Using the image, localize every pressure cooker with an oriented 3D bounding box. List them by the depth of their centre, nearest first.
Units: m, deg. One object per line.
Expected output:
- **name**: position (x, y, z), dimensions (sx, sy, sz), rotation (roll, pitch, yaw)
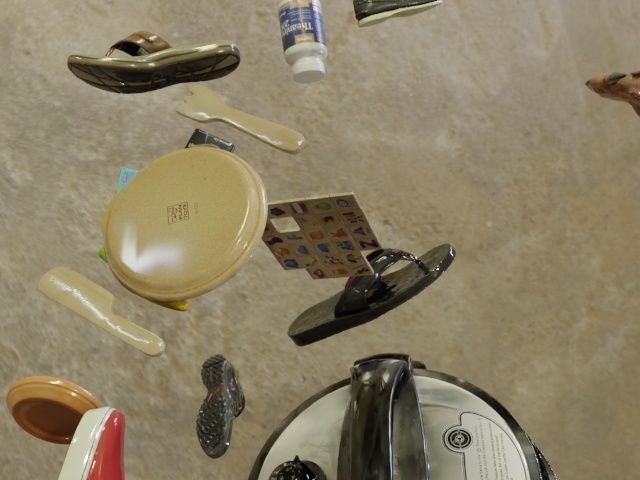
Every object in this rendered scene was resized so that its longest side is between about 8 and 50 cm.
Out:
- **pressure cooker**: position (0.103, 0.368, 0.925), dimensions (0.375, 0.370, 0.420), rotation (-37, 132, -20)

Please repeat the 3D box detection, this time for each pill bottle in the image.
- **pill bottle**: position (-0.025, -0.304, 1.166), dimensions (0.067, 0.067, 0.120), rotation (-3, 78, -27)

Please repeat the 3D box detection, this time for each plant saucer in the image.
- **plant saucer**: position (-0.522, 0.342, 1.508), dimensions (0.200, 0.200, 0.037), rotation (42, 34, -25)

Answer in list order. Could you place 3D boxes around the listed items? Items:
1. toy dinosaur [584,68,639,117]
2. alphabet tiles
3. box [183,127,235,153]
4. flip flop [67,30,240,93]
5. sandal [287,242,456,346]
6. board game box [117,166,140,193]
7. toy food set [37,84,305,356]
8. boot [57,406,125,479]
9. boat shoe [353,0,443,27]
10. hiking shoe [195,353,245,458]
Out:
- **toy dinosaur**: position (0.439, -0.178, 0.753), dimensions (0.200, 0.296, 0.127), rotation (12, 52, -42)
- **alphabet tiles**: position (0.000, 0.000, 1.295), dimensions (0.237, 0.198, 0.009), rotation (57, 34, -50)
- **box**: position (-0.215, -0.168, 1.461), dimensions (0.083, 0.018, 0.067), rotation (25, 74, 10)
- **flip flop**: position (-0.272, -0.304, 1.261), dimensions (0.277, 0.112, 0.080), rotation (-10, 79, -5)
- **sandal**: position (0.090, 0.108, 1.704), dimensions (0.446, 0.167, 0.107), rotation (-29, 105, 26)
- **board game box**: position (-0.323, -0.059, 1.609), dimensions (0.210, 0.047, 0.160), rotation (9, 88, -11)
- **toy food set**: position (-0.098, -0.013, 0.551), dimensions (0.192, 0.132, 0.038), rotation (-56, 153, -15)
- **boot**: position (-0.156, 0.281, 0.708), dimensions (0.176, 0.088, 0.244), rotation (4, 80, 1)
- **boat shoe**: position (0.109, -0.331, 1.070), dimensions (0.133, 0.049, 0.042), rotation (-16, 93, -16)
- **hiking shoe**: position (-0.197, 0.358, 1.633), dimensions (0.114, 0.086, 0.226), rotation (42, 37, -44)
